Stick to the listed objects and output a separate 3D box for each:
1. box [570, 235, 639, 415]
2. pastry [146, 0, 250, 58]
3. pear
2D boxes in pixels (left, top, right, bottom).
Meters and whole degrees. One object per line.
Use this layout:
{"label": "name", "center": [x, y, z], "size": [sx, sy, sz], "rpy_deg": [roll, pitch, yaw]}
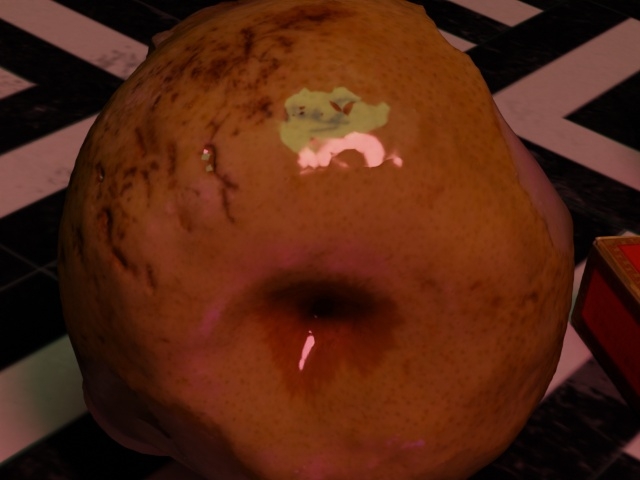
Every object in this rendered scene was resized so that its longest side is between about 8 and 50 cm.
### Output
{"label": "box", "center": [0.261, 0.084, 0.931], "size": [0.153, 0.074, 0.239], "rpy_deg": [1, 31, -21]}
{"label": "pastry", "center": [-0.015, -0.092, 1.109], "size": [0.193, 0.093, 0.182], "rpy_deg": [-16, 41, -30]}
{"label": "pear", "center": [0.000, 0.000, 0.818], "size": [0.271, 0.271, 0.271], "rpy_deg": [7, 31, -4]}
